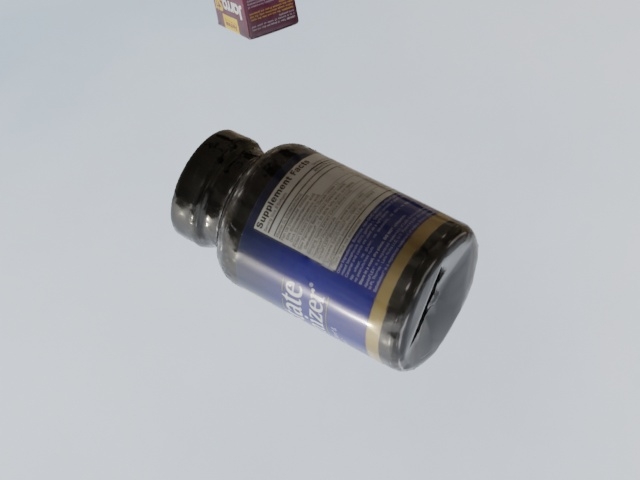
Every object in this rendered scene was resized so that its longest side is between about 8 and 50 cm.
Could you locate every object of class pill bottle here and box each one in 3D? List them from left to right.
[{"bbox_3d":[0.000,0.000,1.209,0.219,0.122,0.123,27,-145,22],"label":"pill bottle"}]

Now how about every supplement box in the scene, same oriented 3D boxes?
[{"bbox_3d":[-0.052,-0.192,1.130,0.043,0.083,0.055,-23,-152,-22],"label":"supplement box"}]
